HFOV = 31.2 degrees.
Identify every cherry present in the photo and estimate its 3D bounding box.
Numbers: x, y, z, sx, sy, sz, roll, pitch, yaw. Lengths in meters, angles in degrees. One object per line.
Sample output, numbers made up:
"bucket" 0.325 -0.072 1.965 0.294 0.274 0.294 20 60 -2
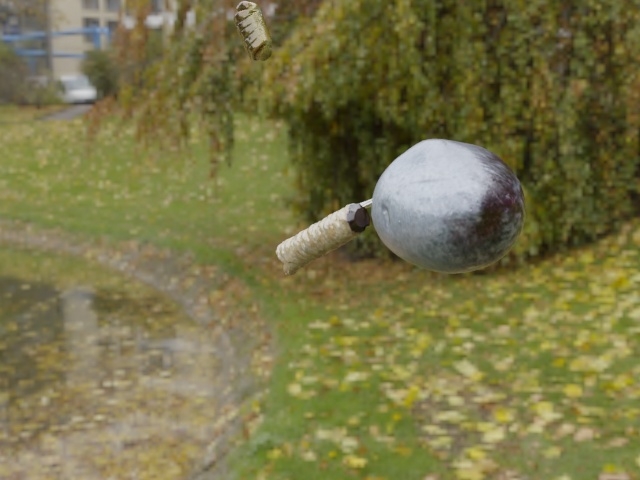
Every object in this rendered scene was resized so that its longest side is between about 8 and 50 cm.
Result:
"cherry" 0.217 -0.057 1.938 0.255 0.218 0.296 -1 18 -11

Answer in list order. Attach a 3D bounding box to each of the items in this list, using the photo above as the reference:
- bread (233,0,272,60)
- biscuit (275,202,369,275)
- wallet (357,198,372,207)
"bread" -0.095 -0.286 1.577 0.033 0.088 0.049 -11 -15 -35
"biscuit" 0.000 0.000 1.889 0.055 0.061 0.219 -4 -16 -39
"wallet" 0.073 -0.060 2.048 0.044 0.011 0.083 -23 -4 -3
